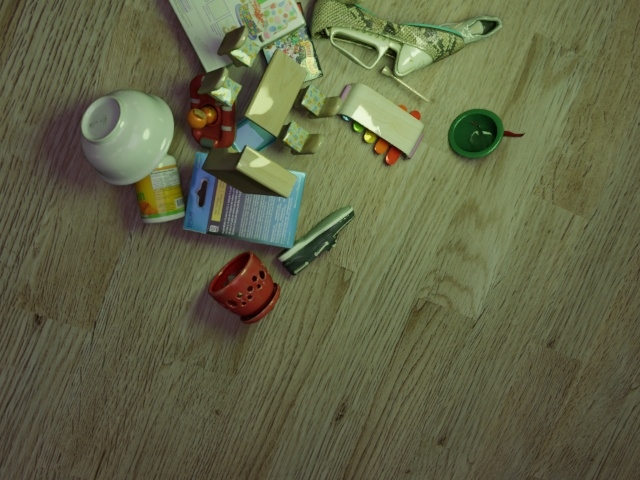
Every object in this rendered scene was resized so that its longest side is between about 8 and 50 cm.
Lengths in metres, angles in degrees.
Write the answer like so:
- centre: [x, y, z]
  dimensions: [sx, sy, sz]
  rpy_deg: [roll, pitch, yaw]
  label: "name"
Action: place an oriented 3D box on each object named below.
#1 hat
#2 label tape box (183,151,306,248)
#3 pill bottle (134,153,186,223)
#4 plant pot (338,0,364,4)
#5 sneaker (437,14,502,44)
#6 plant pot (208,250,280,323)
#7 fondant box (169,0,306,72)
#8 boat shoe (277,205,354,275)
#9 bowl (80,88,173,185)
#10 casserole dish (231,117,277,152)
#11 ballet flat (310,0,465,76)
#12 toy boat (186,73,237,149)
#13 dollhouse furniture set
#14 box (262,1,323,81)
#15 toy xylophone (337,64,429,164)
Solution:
- centre: [0.567, -0.342, 1.920]
  dimensions: [0.208, 0.183, 0.173]
  rpy_deg: [18, 90, 29]
  label: "hat"
- centre: [-0.240, -0.129, 1.769]
  dimensions: [0.347, 0.115, 0.249]
  rpy_deg: [10, 97, -10]
  label: "label tape box"
- centre: [-0.501, -0.184, 1.697]
  dimensions: [0.136, 0.136, 0.246]
  rpy_deg: [-11, 101, -8]
  label: "pill bottle"
- centre: [0.114, -0.858, 1.560]
  dimensions: [0.333, 0.334, 0.306]
  rpy_deg: [33, 82, -14]
  label: "plant pot"
- centre: [0.460, -0.672, 1.791]
  dimensions: [0.262, 0.121, 0.099]
  rpy_deg: [-23, 104, -5]
  label: "sneaker"
- centre: [-0.234, 0.156, 1.783]
  dimensions: [0.191, 0.191, 0.174]
  rpy_deg: [-44, 111, 0]
  label: "plant pot"
- centre: [-0.241, -0.674, 1.640]
  dimensions: [0.330, 0.096, 0.238]
  rpy_deg: [-25, 103, 10]
  label: "fondant box"
- centre: [0.000, 0.000, 1.840]
  dimensions: [0.302, 0.114, 0.091]
  rpy_deg: [-35, 104, 10]
  label: "boat shoe"
- centre: [-0.578, -0.318, 1.579]
  dimensions: [0.297, 0.134, 0.298]
  rpy_deg: [-7, 70, 20]
  label: "bowl"
- centre: [-0.213, -0.340, 1.773]
  dimensions: [0.188, 0.037, 0.114]
  rpy_deg: [-33, 104, -2]
  label: "casserole dish"
- centre: [0.195, -0.605, 1.715]
  dimensions: [0.482, 0.164, 0.182]
  rpy_deg: [17, 84, -3]
  label: "ballet flat"
- centre: [-0.340, -0.374, 1.650]
  dimensions: [0.150, 0.151, 0.231]
  rpy_deg: [16, 119, 20]
  label: "toy boat"
- centre: [-0.140, -0.336, 1.545]
  dimensions: [0.362, 0.256, 0.394]
  rpy_deg: [29, 80, -33]
  label: "dollhouse furniture set"
- centre: [-0.103, -0.605, 1.740]
  dimensions: [0.159, 0.044, 0.233]
  rpy_deg: [-20, 103, -5]
  label: "box"
- centre: [0.218, -0.412, 1.812]
  dimensions: [0.322, 0.081, 0.236]
  rpy_deg: [38, 84, -13]
  label: "toy xylophone"
